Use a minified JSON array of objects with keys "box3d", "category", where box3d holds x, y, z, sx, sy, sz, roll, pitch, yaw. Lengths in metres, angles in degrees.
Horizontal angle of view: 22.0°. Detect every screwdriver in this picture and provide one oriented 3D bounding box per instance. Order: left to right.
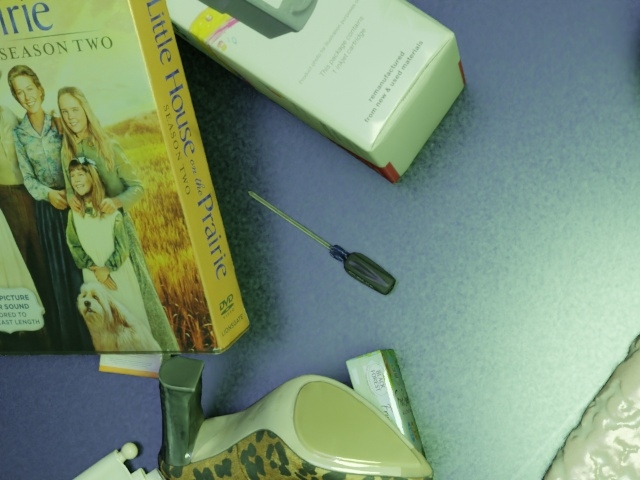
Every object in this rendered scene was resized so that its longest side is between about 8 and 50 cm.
[{"box3d":[0.000,0.000,1.571,0.170,0.025,0.024,34,92,18],"category":"screwdriver"}]

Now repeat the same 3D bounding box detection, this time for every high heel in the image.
[{"box3d":[-0.025,0.205,1.488,0.261,0.186,0.093,18,49,14],"category":"high heel"}]

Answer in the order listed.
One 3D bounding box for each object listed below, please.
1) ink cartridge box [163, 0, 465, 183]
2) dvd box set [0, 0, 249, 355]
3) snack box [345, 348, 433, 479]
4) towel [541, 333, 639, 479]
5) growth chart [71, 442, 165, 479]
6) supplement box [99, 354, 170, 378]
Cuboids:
[{"box3d":[-0.030,-0.195,1.480,0.306,0.226,0.131,34,91,10],"category":"ink cartridge box"},{"box3d":[-0.250,-0.097,1.457,0.307,0.062,0.420,-2,113,27],"category":"dvd box set"},{"box3d":[0.066,0.171,1.505,0.037,0.100,0.141,-18,84,7],"category":"snack box"},{"box3d":[0.416,0.174,1.479,0.317,0.053,0.332,34,91,9],"category":"towel"},{"box3d":[-0.170,0.315,1.572,0.172,0.021,0.237,-45,81,4],"category":"growth chart"},{"box3d":[-0.173,0.080,1.578,0.062,0.036,0.098,7,88,9],"category":"supplement box"}]
